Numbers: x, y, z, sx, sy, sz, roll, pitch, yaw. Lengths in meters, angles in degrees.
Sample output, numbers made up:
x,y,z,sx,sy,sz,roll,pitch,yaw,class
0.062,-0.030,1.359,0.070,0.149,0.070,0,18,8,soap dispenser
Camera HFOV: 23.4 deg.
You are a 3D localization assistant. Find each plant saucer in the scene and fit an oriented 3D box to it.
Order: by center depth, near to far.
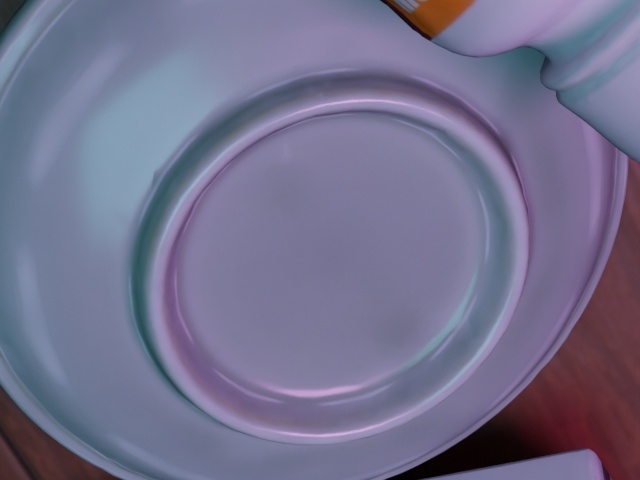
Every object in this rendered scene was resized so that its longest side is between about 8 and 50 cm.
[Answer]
x,y,z,sx,sy,sz,roll,pitch,yaw,class
0.000,0.000,0.852,0.400,0.100,0.400,-7,119,-13,plant saucer

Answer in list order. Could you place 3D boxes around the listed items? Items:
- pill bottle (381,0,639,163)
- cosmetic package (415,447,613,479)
x,y,z,sx,sy,sz,roll,pitch,yaw,class
0.059,-0.226,0.693,0.392,0.224,0.224,39,116,-6,pill bottle
0.021,0.286,0.985,0.385,0.217,0.156,-11,145,18,cosmetic package
